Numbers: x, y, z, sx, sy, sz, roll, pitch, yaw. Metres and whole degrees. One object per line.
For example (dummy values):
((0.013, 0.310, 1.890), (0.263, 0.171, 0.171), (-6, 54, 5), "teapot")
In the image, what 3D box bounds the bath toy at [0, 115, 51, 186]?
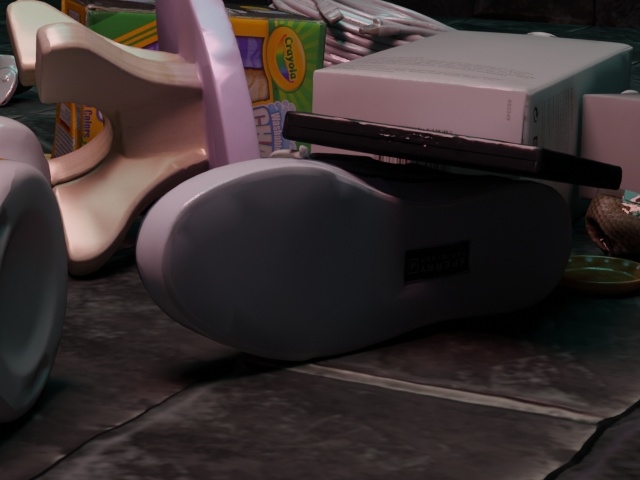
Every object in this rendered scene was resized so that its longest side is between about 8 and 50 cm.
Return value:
((-0.359, -0.014, 1.137), (0.348, 0.151, 0.129), (-2, 48, -26), "bath toy")

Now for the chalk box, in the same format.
((-0.100, -0.136, 1.530), (0.289, 0.179, 0.180), (3, 12, -17), "chalk box")

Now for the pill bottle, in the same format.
((-0.298, 0.022, 0.927), (0.272, 0.152, 0.152), (3, 14, 10), "pill bottle")

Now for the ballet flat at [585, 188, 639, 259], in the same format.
((0.312, 0.013, 1.234), (0.250, 0.058, 0.084), (19, -5, 37), "ballet flat")

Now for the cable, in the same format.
((0.062, -0.219, 1.797), (0.257, 0.089, 0.257), (9, 15, -30), "cable")

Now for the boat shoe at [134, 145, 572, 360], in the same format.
((0.002, -0.009, 1.115), (0.367, 0.135, 0.156), (-7, 15, -40), "boat shoe")

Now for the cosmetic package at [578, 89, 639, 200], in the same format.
((0.340, -0.070, 1.336), (0.127, 0.107, 0.238), (-4, 8, -32), "cosmetic package")

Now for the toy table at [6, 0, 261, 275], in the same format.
((-0.155, -0.100, 1.303), (0.161, 0.252, 0.274), (-9, 50, -17), "toy table")

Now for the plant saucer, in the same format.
((0.214, 0.028, 1.233), (0.084, 0.013, 0.083), (1, 14, 0), "plant saucer")

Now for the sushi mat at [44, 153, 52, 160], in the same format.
((-0.403, -0.086, 1.649), (0.317, 0.019, 0.151), (7, 14, 23), "sushi mat")

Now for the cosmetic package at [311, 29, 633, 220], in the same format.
((0.148, -0.099, 1.457), (0.197, 0.155, 0.365), (8, 14, 24), "cosmetic package")

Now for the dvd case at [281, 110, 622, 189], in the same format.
((0.103, -0.062, 1.140), (0.180, 0.022, 0.253), (10, 3, 22), "dvd case")

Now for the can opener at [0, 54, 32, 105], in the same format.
((-0.521, -0.210, 2.097), (0.280, 0.074, 0.093), (5, -20, 10), "can opener")
